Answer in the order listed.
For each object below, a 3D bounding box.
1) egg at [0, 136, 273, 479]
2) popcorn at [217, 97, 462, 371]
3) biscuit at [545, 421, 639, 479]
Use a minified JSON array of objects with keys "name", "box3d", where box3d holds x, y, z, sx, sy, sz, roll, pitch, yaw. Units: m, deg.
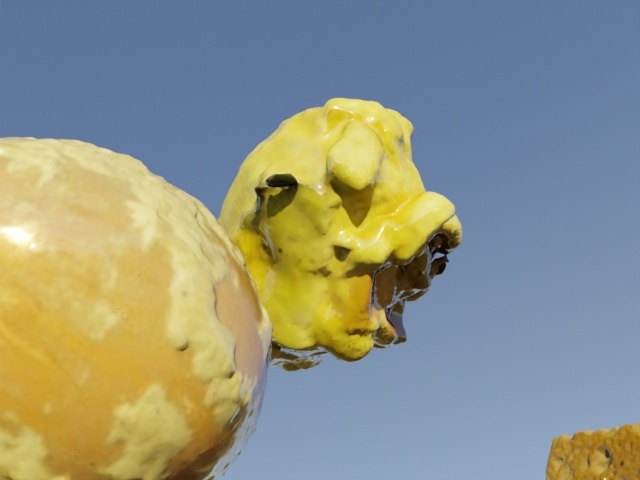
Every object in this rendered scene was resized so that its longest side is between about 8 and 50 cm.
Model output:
[{"name":"egg","box3d":[-0.137,0.052,0.378,0.203,0.203,0.245,-33,-60,21]},{"name":"popcorn","box3d":[0.000,0.000,0.655,0.215,0.252,0.286,0,-53,-40]},{"name":"biscuit","box3d":[0.156,0.211,0.368,0.026,0.236,0.131,30,-31,-9]}]
